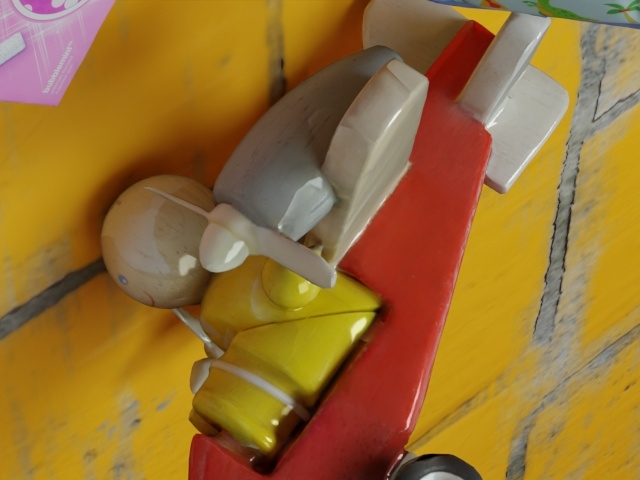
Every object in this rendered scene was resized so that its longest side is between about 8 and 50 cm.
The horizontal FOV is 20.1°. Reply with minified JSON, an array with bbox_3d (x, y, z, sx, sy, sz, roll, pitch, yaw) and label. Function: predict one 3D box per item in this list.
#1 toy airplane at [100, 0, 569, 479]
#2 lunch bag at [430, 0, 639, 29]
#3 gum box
[{"bbox_3d":[0.000,0.000,1.148,0.384,0.272,0.386,-74,179,-61],"label":"toy airplane"},{"bbox_3d":[0.142,-0.218,1.028,0.090,0.219,0.176,42,61,-64],"label":"lunch bag"},{"bbox_3d":[-0.143,-0.162,0.894,0.107,0.062,0.188,0,128,-54],"label":"gum box"}]
